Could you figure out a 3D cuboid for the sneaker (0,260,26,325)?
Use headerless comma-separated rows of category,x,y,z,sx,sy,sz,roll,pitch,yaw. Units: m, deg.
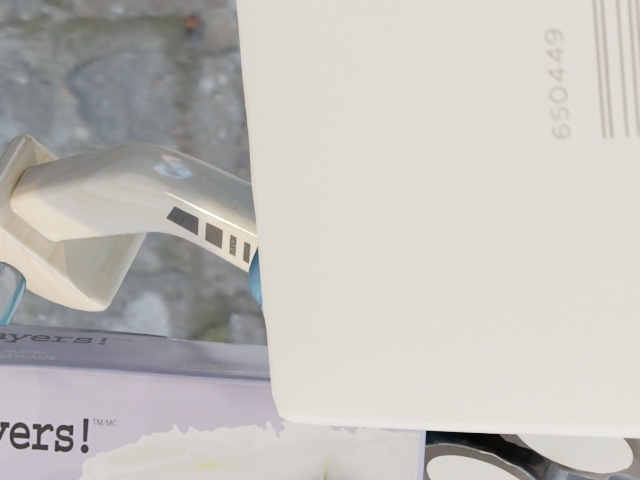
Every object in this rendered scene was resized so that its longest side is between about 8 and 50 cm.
sneaker,-0.308,0.067,1.123,0.127,0.208,0.319,-59,-178,31

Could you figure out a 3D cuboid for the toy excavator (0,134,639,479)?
toy excavator,0.000,0.000,1.338,0.445,0.433,0.222,30,63,-7

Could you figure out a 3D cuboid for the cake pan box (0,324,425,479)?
cake pan box,-0.099,0.155,0.702,0.070,0.267,0.246,-80,175,-84

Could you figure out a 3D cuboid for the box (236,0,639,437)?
box,0.160,-0.070,0.456,0.345,0.215,0.168,-14,100,-58
